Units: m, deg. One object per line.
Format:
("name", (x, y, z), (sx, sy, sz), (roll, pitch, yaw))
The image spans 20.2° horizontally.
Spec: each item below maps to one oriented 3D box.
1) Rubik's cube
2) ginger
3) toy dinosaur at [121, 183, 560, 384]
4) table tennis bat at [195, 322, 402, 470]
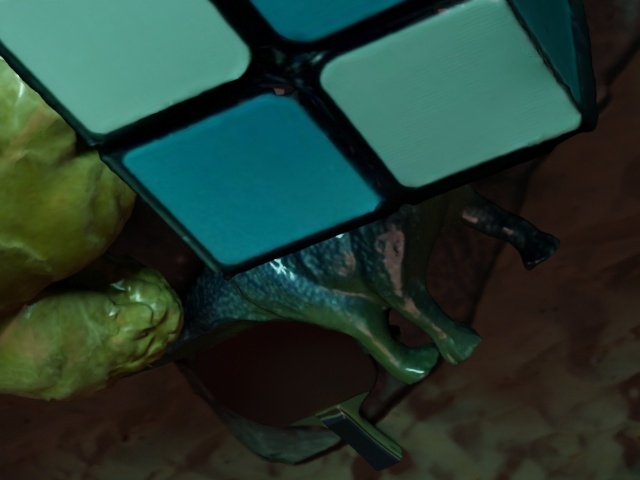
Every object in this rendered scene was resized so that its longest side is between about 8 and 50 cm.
("Rubik's cube", (-0.012, -0.123, 0.667), (0.167, 0.180, 0.183), (-22, 136, 24))
("ginger", (-0.200, 0.011, 0.885), (0.236, 0.166, 0.375), (-3, 158, -21))
("toy dinosaur", (0.011, 0.005, 0.892), (0.147, 0.076, 0.363), (42, 126, -10))
("table tennis bat", (-0.005, 0.085, 1.024), (0.095, 0.014, 0.158), (-26, 130, 24))
